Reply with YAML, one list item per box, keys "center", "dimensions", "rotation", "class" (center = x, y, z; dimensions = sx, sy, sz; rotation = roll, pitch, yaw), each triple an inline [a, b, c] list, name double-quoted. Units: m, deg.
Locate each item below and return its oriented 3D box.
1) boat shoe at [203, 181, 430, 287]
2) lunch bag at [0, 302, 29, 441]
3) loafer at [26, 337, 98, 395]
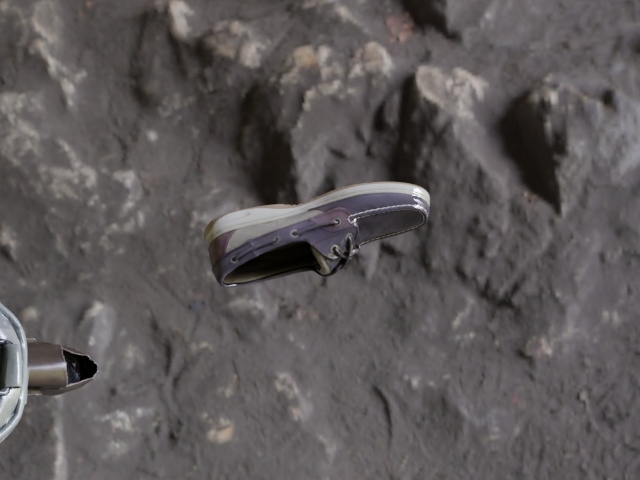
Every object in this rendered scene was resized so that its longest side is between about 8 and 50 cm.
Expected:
- center: [0.000, 0.000, 1.456]
  dimensions: [0.285, 0.103, 0.092]
  rotation: [-10, 59, 0]
  class: "boat shoe"
- center: [-0.366, 0.117, 0.829]
  dimensions: [0.256, 0.305, 0.213]
  rotation: [14, 61, -29]
  class: "lunch bag"
- center: [-0.352, 0.152, 1.459]
  dimensions: [0.078, 0.080, 0.220]
  rotation: [-14, -8, 21]
  class: "loafer"
